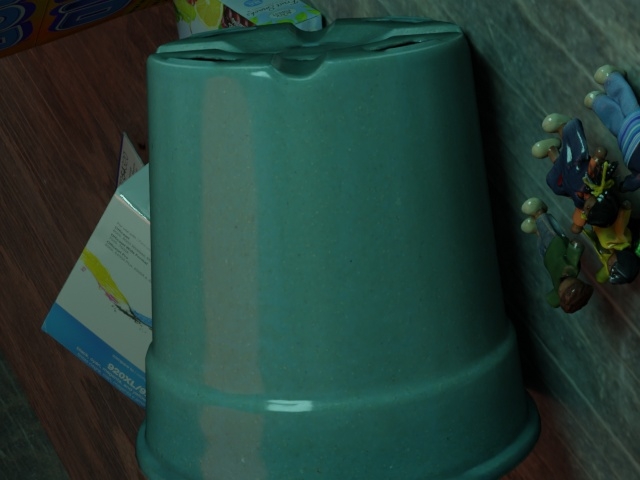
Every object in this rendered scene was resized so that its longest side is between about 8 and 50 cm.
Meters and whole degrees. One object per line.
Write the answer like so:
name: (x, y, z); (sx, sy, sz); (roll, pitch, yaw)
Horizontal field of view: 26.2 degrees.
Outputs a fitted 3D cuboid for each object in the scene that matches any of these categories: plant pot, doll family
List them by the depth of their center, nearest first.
doll family: (0.197, -0.028, 0.953); (0.193, 0.076, 0.111); (88, 169, -46)
plant pot: (0.000, 0.000, 1.116); (0.341, 0.341, 0.334); (22, 121, 58)

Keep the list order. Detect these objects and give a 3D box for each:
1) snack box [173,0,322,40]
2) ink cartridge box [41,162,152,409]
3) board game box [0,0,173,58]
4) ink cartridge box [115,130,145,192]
snack box: (-0.070, -0.174, 1.393); (0.207, 0.070, 0.174); (41, 145, 48)
ink cartridge box: (-0.155, 0.033, 1.483); (0.168, 0.171, 0.233); (38, 130, 3)
board game box: (-0.338, -0.398, 1.371); (0.356, 0.356, 0.356); (68, 163, 0)
ink cartridge box: (-0.175, 0.067, 1.807); (0.330, 0.071, 0.324); (59, 153, 26)
